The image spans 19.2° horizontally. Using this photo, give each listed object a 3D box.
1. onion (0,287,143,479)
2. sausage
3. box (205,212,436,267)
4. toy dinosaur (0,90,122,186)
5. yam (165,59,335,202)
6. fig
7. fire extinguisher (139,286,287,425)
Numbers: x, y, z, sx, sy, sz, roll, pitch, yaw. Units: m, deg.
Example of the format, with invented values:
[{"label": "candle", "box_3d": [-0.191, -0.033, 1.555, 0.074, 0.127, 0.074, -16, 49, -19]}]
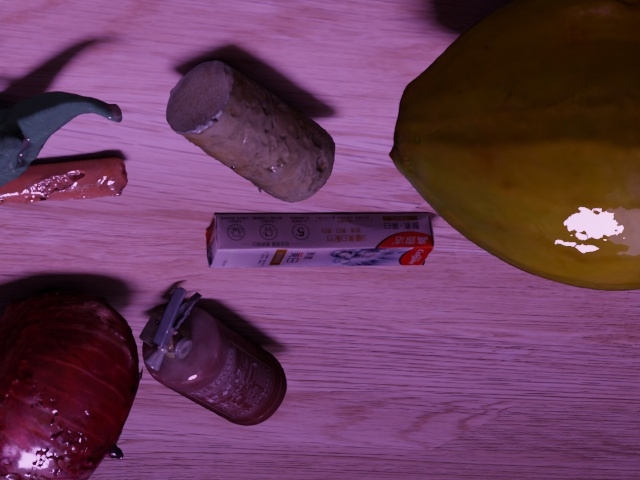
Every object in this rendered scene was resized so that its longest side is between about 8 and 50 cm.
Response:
[{"label": "onion", "box_3d": [-0.304, 0.153, 1.933, 0.219, 0.252, 0.252, 40, 141, -17]}, {"label": "sausage", "box_3d": [-0.247, -0.051, 1.645, 0.158, 0.036, 0.042, -4, 130, -3]}, {"label": "box", "box_3d": [0.000, 0.000, 1.835, 0.218, 0.039, 0.055, -1, 158, -13]}, {"label": "toy dinosaur", "box_3d": [-0.278, -0.078, 1.509, 0.120, 0.079, 0.292, 2, 162, -34]}, {"label": "yam", "box_3d": [-0.057, -0.088, 1.534, 0.078, 0.078, 0.179, -16, 157, 26]}, {"label": "fig", "box_3d": [0.186, -0.079, 1.397, 0.271, 0.239, 0.239, -2, 160, -2]}, {"label": "fire extinguisher", "box_3d": [-0.124, 0.127, 2.079, 0.105, 0.105, 0.269, -12, 159, 17]}]
